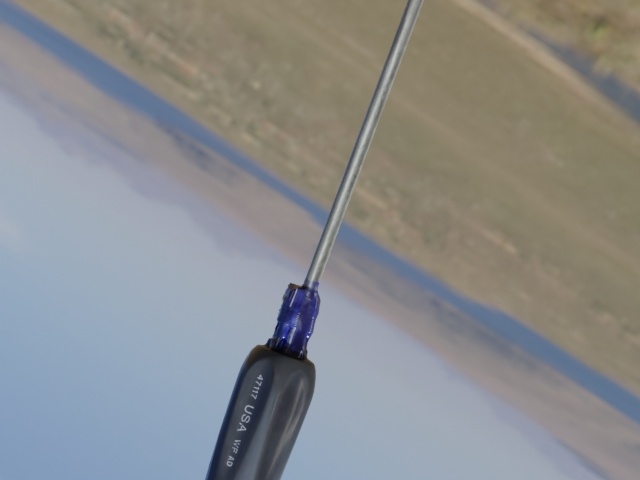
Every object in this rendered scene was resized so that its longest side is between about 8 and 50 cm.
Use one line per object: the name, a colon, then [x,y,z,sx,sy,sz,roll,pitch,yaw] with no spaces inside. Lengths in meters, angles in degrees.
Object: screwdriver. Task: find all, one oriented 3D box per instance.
screwdriver: [0.000,0.000,0.506,0.024,0.170,0.025,21,173,-33]
